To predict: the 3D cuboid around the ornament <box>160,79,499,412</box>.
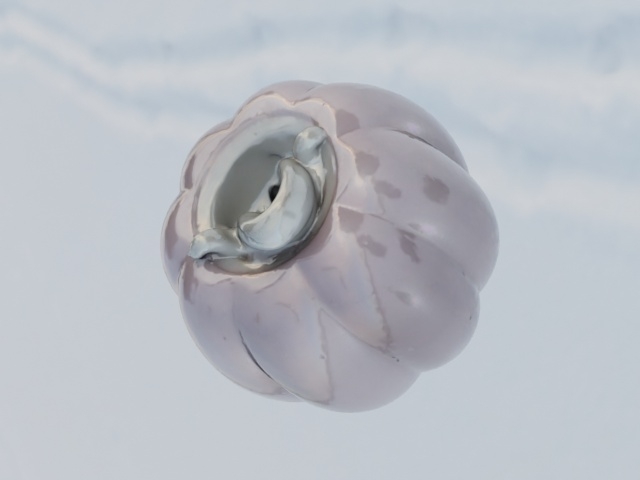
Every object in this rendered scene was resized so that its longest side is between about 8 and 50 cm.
[{"bbox_3d":[0.000,-0.001,0.909,0.177,0.177,0.177,163,90,-73],"label":"ornament"}]
